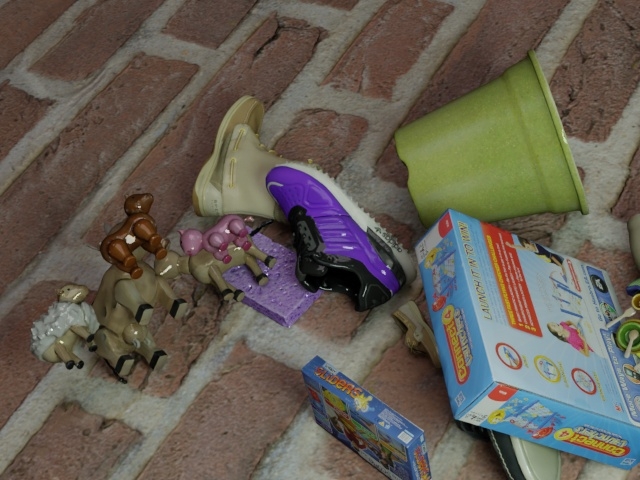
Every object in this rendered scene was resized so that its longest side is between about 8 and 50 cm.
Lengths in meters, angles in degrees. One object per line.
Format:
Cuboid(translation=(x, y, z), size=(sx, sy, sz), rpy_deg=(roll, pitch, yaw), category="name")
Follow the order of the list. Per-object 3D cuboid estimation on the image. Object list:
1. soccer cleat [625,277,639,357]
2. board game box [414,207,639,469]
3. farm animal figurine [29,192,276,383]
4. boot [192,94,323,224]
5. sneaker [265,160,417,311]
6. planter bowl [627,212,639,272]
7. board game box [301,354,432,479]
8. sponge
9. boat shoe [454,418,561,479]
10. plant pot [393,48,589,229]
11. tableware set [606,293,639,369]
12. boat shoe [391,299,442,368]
Cuboid(translation=(0.501, 0.173, 1.669), size=(0.121, 0.093, 0.289), rpy_deg=(-16, 65, 8), category="soccer cleat")
Cuboid(translation=(0.296, 0.133, 1.657), size=(0.302, 0.086, 0.308), rpy_deg=(20, 39, -26), category="board game box")
Cuboid(translation=(-0.263, 0.055, 1.858), size=(0.172, 0.330, 0.327), rpy_deg=(41, 102, 33), category="farm animal figurine")
Cuboid(translation=(-0.087, -0.138, 2.101), size=(0.203, 0.095, 0.262), rpy_deg=(7, 51, 19), category="boot")
Cuboid(translation=(0.000, 0.000, 1.901), size=(0.293, 0.102, 0.146), rpy_deg=(40, 63, 17), category="sneaker")
Cuboid(translation=(0.535, 0.025, 1.797), size=(0.162, 0.162, 0.109), rpy_deg=(1, 75, 12), category="planter bowl")
Cuboid(translation=(0.064, 0.257, 1.675), size=(0.201, 0.136, 0.035), rpy_deg=(33, 62, 33), category="board game box")
Cuboid(translation=(-0.095, 0.053, 1.970), size=(0.210, 0.031, 0.117), rpy_deg=(27, 58, 32), category="sponge")
Cuboid(translation=(0.235, 0.222, 1.695), size=(0.113, 0.127, 0.340), rpy_deg=(-35, 48, 24), category="boat shoe")
Cuboid(translation=(0.262, -0.131, 1.935), size=(0.254, 0.276, 0.276), rpy_deg=(-19, 46, 9), category="plant pot")
Cuboid(translation=(0.461, 0.141, 1.634), size=(0.104, 0.024, 0.154), rpy_deg=(-37, 62, 14), category="tableware set")
Cuboid(translation=(0.147, 0.147, 1.825), size=(0.045, 0.050, 0.135), rpy_deg=(-26, 41, -3), category="boat shoe")
